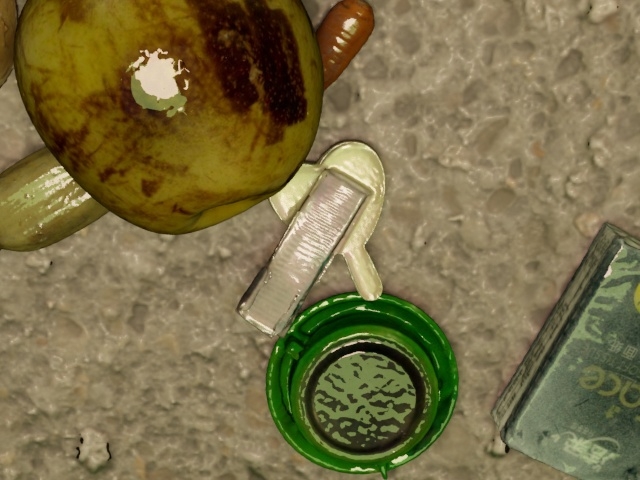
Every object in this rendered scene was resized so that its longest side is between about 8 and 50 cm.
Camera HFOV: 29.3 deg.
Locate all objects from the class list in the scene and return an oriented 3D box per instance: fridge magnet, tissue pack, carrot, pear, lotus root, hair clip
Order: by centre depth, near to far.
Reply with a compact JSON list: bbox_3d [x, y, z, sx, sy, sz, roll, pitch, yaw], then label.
[{"bbox_3d":[-0.130,-0.144,1.093,0.283,0.283,0.284,-1,110,-2],"label":"pear"},{"bbox_3d":[-0.019,-0.153,1.220,0.048,0.048,0.216,34,110,-14],"label":"carrot"},{"bbox_3d":[-0.277,-0.041,1.226,0.183,0.077,0.090,-32,97,1],"label":"lotus root"},{"bbox_3d":[0.002,0.001,1.246,0.159,0.071,0.218,30,90,-5],"label":"hair clip"},{"bbox_3d":[0.045,0.155,1.307,0.208,0.088,0.208,-1,104,-2],"label":"fridge magnet"},{"bbox_3d":[0.325,0.132,1.316,0.185,0.081,0.257,24,106,-11],"label":"tissue pack"}]

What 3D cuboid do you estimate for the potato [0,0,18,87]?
[{"bbox_3d":[-0.385,-0.204,1.147,0.182,0.117,0.202,-3,111,2],"label":"potato"}]
